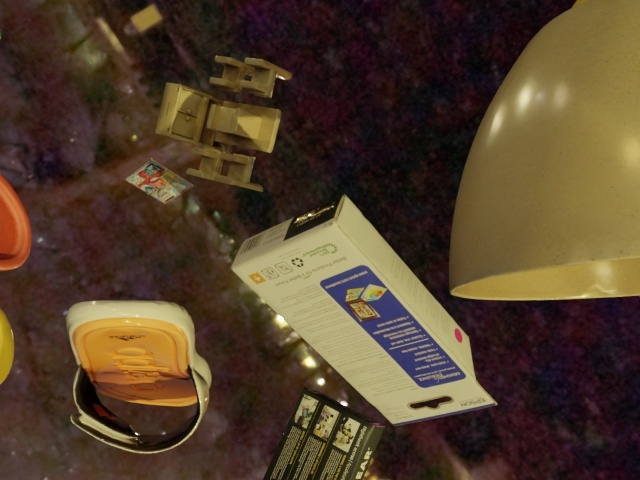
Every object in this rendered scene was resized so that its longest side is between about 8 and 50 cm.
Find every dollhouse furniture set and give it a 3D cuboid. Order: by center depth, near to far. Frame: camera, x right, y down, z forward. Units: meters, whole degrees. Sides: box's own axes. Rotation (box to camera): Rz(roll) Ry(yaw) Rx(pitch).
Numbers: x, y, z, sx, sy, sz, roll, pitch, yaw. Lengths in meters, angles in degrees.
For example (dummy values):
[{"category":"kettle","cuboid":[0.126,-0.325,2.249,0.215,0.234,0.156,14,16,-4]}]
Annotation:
[{"category":"dollhouse furniture set","cuboid":[-0.155,-0.209,1.236,0.242,0.212,0.161,17,-176,38]}]

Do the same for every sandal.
[{"category":"sandal","cuboid":[-0.134,0.112,0.485,0.265,0.102,0.076,105,165,-66]}]

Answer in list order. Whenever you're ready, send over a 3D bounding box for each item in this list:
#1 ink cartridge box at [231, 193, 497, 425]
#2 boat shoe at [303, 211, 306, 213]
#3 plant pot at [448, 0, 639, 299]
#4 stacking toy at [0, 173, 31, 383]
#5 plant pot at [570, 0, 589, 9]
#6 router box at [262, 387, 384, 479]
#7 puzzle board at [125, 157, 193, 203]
[{"category":"ink cartridge box","cuboid":[0.068,0.111,0.899,0.371,0.176,0.069,49,-141,-24]},{"category":"boat shoe","cuboid":[0.000,0.000,1.438,0.227,0.069,0.081,-93,-7,-59]},{"category":"plant pot","cuboid":[0.231,-0.064,0.488,0.284,0.284,0.190,96,173,-79]},{"category":"stacking toy","cuboid":[-0.513,0.022,0.859,0.279,0.130,0.309,67,-166,-52]},{"category":"plant pot","cuboid":[0.557,-0.450,1.362,0.134,0.095,0.134,55,-163,-26]},{"category":"router box","cuboid":[-0.002,0.328,0.999,0.133,0.179,0.046,21,174,33]},{"category":"puzzle board","cuboid":[-0.321,-0.113,1.338,0.096,0.011,0.128,34,148,-27]}]
